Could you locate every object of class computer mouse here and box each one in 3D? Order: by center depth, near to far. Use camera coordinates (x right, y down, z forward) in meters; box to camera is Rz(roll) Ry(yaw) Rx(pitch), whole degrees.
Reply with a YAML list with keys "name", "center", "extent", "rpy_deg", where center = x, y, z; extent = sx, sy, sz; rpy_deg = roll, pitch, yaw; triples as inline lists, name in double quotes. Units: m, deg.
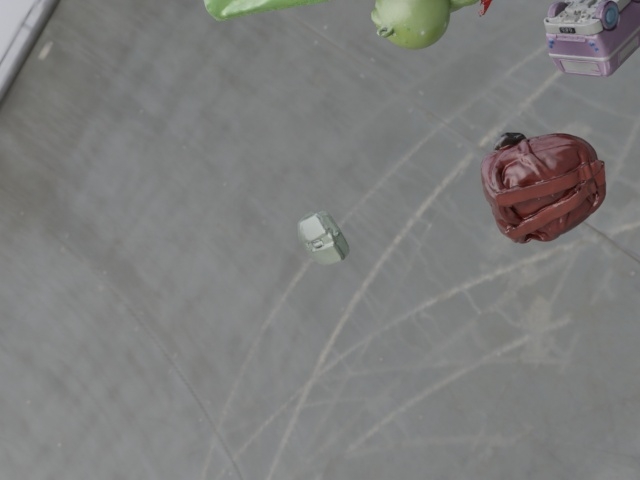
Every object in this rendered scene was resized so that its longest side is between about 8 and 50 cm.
- name: "computer mouse"
  center: [0.000, 0.000, 1.206]
  extent: [0.056, 0.089, 0.181]
  rpy_deg: [-36, 5, -8]

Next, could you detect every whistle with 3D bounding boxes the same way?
- name: "whistle"
  center: [0.204, -0.419, 1.320]
  extent: [0.294, 0.141, 0.141]
  rpy_deg: [-33, 5, -28]

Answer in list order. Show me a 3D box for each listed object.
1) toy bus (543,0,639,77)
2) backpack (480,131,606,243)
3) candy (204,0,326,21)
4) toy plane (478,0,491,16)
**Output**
- name: "toy bus"
  center: [0.539, -0.418, 1.464]
  extent: [0.202, 0.142, 0.142]
  rpy_deg: [-43, 33, -17]
- name: "backpack"
  center: [0.411, -0.099, 1.403]
  extent: [0.229, 0.229, 0.139]
  rpy_deg: [-52, 16, 24]
- name: "candy"
  center: [-0.049, -0.491, 1.383]
  extent: [0.343, 0.142, 0.132]
  rpy_deg: [-7, 55, 15]
- name: "toy plane"
  center: [0.389, -0.495, 1.464]
  extent: [0.194, 0.077, 0.126]
  rpy_deg: [-15, 22, 33]
